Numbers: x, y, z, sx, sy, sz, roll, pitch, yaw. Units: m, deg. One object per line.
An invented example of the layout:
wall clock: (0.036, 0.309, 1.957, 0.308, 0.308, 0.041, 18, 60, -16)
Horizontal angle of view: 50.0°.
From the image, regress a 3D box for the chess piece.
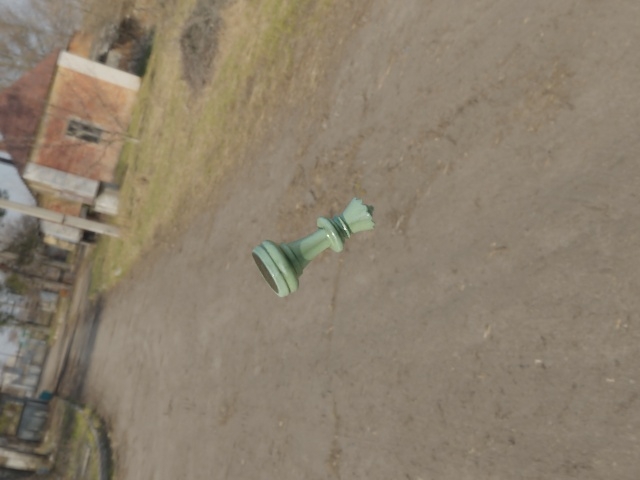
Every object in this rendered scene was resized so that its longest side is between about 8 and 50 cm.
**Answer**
chess piece: (0.000, 0.000, 0.488, 0.042, 0.093, 0.042, 52, 163, 22)
